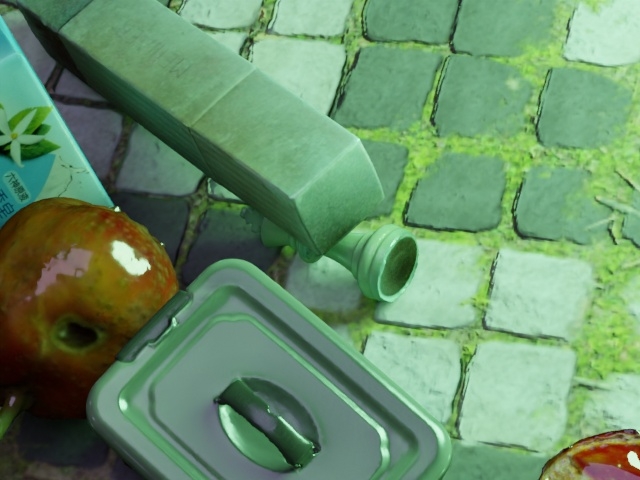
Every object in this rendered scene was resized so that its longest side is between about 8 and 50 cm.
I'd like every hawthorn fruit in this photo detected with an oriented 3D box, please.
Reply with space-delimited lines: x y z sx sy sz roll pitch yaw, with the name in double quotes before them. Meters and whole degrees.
"hawthorn fruit" -0.206 0.104 1.365 0.165 0.165 0.285 15 67 22

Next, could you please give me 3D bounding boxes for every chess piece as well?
"chess piece" 0.000 0.000 1.450 0.149 0.059 0.059 19 66 31

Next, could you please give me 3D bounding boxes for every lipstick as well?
"lipstick" -0.102 -0.116 1.493 0.076 0.080 0.371 -42 51 -14

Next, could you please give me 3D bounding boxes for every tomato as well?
"tomato" 0.216 0.206 1.258 0.156 0.069 0.155 -6 56 9

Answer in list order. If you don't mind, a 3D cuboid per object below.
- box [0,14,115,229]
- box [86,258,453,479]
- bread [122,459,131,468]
"box" -0.253 -0.051 1.431 0.142 0.232 0.083 -31 45 -5
"box" -0.034 0.139 1.307 0.227 0.130 0.162 39 75 16
"bread" -0.100 0.105 1.414 0.052 0.044 0.157 21 67 38
